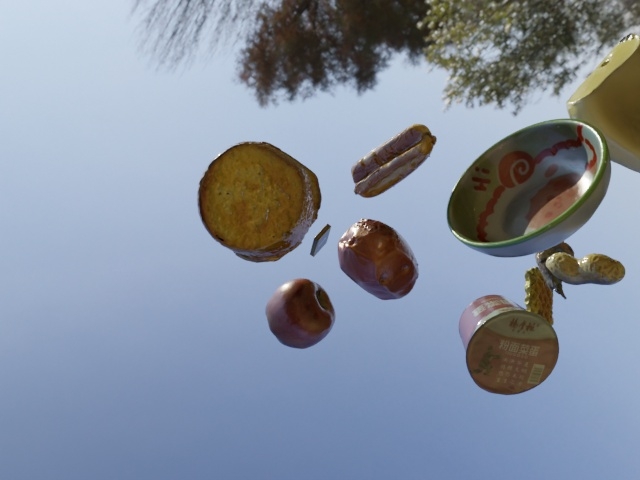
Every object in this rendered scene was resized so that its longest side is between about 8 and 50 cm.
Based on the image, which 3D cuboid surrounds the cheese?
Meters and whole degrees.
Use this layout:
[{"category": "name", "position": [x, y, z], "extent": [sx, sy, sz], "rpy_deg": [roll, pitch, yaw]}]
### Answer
[{"category": "cheese", "position": [0.728, -0.279, 1.309], "extent": [0.316, 0.259, 0.128], "rpy_deg": [44, -174, -13]}]

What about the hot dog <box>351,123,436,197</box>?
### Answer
[{"category": "hot dog", "position": [0.159, -0.172, 1.293], "extent": [0.076, 0.249, 0.102], "rpy_deg": [2, -116, -43]}]

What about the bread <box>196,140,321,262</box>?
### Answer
[{"category": "bread", "position": [-0.205, -0.126, 1.804], "extent": [0.398, 0.398, 0.215], "rpy_deg": [53, -175, 9]}]

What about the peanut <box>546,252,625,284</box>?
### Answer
[{"category": "peanut", "position": [0.829, 0.090, 1.814], "extent": [0.098, 0.229, 0.103], "rpy_deg": [2, -92, -55]}]

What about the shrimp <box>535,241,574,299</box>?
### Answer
[{"category": "shrimp", "position": [0.814, 0.092, 1.971], "extent": [0.047, 0.126, 0.223], "rpy_deg": [31, -139, -54]}]

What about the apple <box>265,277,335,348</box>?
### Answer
[{"category": "apple", "position": [-0.070, 0.239, 1.864], "extent": [0.230, 0.230, 0.230], "rpy_deg": [27, -140, -25]}]

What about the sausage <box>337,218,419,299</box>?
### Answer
[{"category": "sausage", "position": [0.141, 0.050, 1.354], "extent": [0.141, 0.153, 0.268], "rpy_deg": [37, 177, 33]}]

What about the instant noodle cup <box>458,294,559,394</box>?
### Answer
[{"category": "instant noodle cup", "position": [0.468, 0.255, 1.499], "extent": [0.235, 0.235, 0.178], "rpy_deg": [37, -168, -13]}]

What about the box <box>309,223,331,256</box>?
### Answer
[{"category": "box", "position": [0.000, 0.000, 2.247], "extent": [0.023, 0.133, 0.090], "rpy_deg": [37, -118, 12]}]

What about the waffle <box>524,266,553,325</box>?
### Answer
[{"category": "waffle", "position": [0.811, 0.223, 2.137], "extent": [0.261, 0.056, 0.250], "rpy_deg": [15, -105, -47]}]

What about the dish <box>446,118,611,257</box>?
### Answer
[{"category": "dish", "position": [0.417, -0.079, 1.125], "extent": [0.124, 0.324, 0.324], "rpy_deg": [44, -147, -27]}]
